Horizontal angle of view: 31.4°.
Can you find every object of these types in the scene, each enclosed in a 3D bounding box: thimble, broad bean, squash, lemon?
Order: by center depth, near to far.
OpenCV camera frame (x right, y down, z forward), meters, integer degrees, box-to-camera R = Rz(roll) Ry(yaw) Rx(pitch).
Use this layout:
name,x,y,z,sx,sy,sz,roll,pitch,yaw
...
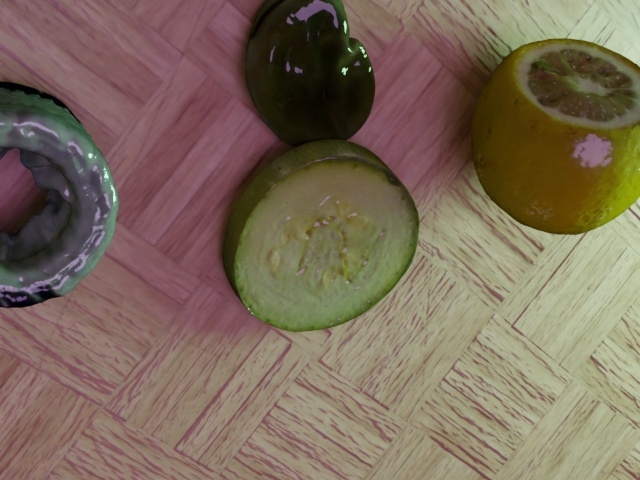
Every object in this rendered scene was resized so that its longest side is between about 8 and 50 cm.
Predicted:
name,x,y,z,sx,sy,sz,roll,pitch,yaw
thimble,-0.336,-0.053,1.187,0.237,0.150,0.237,-8,112,-22
broad bean,-0.013,-0.197,1.331,0.153,0.072,0.206,-11,116,-8
squash,0.000,0.000,1.409,0.252,0.049,0.252,-13,125,-20
lemon,0.301,-0.115,1.426,0.241,0.240,0.219,-14,140,-21
